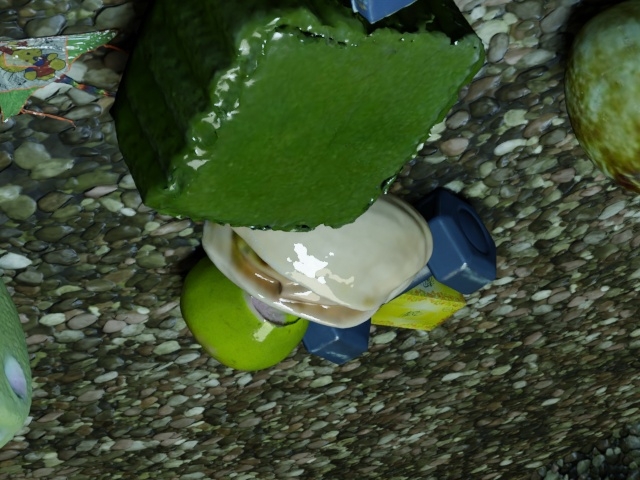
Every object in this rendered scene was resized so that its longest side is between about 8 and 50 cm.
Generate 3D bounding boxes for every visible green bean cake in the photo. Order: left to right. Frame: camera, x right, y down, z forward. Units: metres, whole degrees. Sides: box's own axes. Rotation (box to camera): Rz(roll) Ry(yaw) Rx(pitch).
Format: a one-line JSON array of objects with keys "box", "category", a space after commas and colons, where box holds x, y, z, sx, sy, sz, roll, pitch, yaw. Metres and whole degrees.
[{"box": [-0.031, -0.178, 1.311, 0.335, 0.218, 0.319, 1, 140, -42], "category": "green bean cake"}]

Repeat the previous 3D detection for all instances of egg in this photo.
[{"box": [0.417, -0.176, 1.511, 0.289, 0.238, 0.238, 24, 132, -38], "category": "egg"}]

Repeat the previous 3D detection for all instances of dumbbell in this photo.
[{"box": [0.103, 0.059, 1.849, 0.316, 0.143, 0.156, -31, 145, 25], "category": "dumbbell"}]

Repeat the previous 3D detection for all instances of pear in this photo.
[{"box": [-0.112, 0.098, 1.771, 0.187, 0.187, 0.220, 3, 159, -33], "category": "pear"}]

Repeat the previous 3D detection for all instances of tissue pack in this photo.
[{"box": [0.142, 0.095, 2.023, 0.176, 0.062, 0.095, 10, 142, -42], "category": "tissue pack"}]

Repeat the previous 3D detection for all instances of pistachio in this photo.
[{"box": [0.000, 0.000, 1.630, 0.318, 0.213, 0.193, 16, 140, -26], "category": "pistachio"}]

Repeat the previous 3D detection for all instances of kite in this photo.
[{"box": [-0.275, -0.173, 1.376, 0.198, 0.006, 0.244, -35, 147, 29], "category": "kite"}]

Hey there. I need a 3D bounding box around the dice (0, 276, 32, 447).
[{"box": [-0.524, 0.147, 1.552, 0.252, 0.249, 0.254, -21, 152, 7], "category": "dice"}]

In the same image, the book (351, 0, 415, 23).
[{"box": [0.128, -0.404, 1.002, 0.300, 0.039, 0.428, -31, 144, -13], "category": "book"}]
